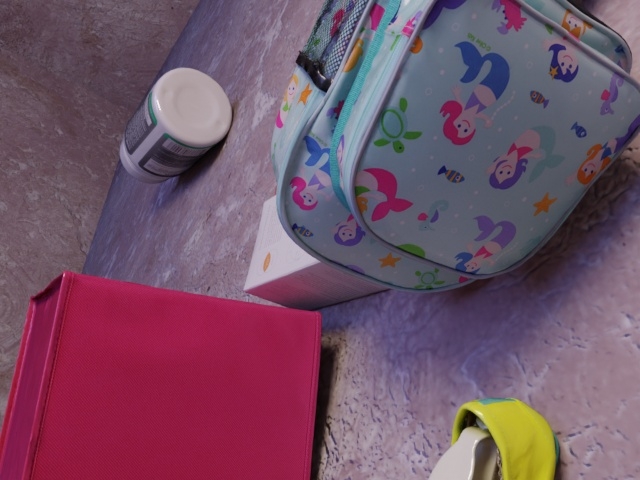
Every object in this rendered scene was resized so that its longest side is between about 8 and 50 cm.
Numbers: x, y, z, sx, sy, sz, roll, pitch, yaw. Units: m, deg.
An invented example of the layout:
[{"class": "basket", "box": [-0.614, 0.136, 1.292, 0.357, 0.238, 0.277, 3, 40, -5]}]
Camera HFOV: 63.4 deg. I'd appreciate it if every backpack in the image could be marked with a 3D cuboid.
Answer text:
[{"class": "backpack", "box": [0.084, -0.079, 0.399, 0.253, 0.225, 0.191, -55, 25, 27]}]

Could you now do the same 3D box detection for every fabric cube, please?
[{"class": "fabric cube", "box": [-0.181, 0.190, 0.554, 0.259, 0.258, 0.254, -16, 66, 54]}]

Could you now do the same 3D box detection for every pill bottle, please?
[{"class": "pill bottle", "box": [-0.402, -0.286, 1.383, 0.361, 0.204, 0.204, -20, 52, 51]}]

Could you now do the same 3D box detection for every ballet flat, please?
[{"class": "ballet flat", "box": [0.085, 0.209, 0.320, 0.077, 0.077, 0.230, -2, 67, 58]}]

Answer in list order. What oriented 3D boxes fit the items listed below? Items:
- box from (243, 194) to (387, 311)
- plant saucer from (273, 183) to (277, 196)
[{"class": "box", "box": [0.000, 0.000, 0.610, 0.170, 0.091, 0.130, -23, 49, 50]}, {"class": "plant saucer", "box": [0.008, -0.214, 0.713, 0.259, 0.048, 0.258, -84, 15, -52]}]
